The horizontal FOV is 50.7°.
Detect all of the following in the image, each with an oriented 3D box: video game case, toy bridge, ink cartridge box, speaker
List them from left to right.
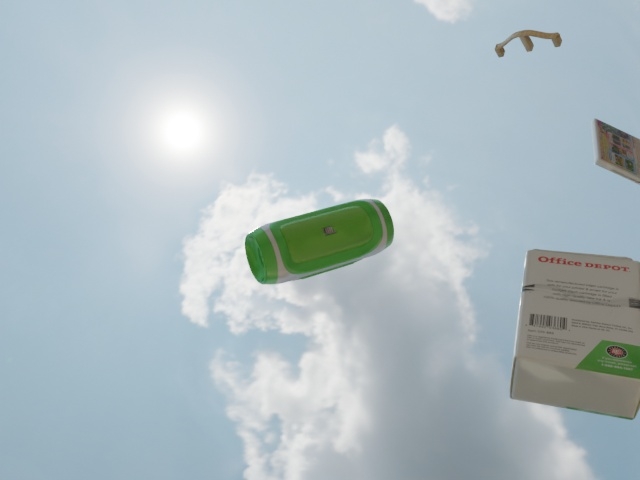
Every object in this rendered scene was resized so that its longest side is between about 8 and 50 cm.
[{"bbox_3d":[0.000,0.000,1.399,0.297,0.131,0.131,-16,-95,-23],"label":"speaker"},{"bbox_3d":[0.562,-0.545,1.843,0.063,0.188,0.026,43,-119,-38],"label":"toy bridge"},{"bbox_3d":[0.467,0.158,1.225,0.289,0.211,0.121,-64,-26,-46],"label":"ink cartridge box"},{"bbox_3d":[0.652,-0.187,1.452,0.143,0.019,0.157,23,-134,-5],"label":"video game case"}]
